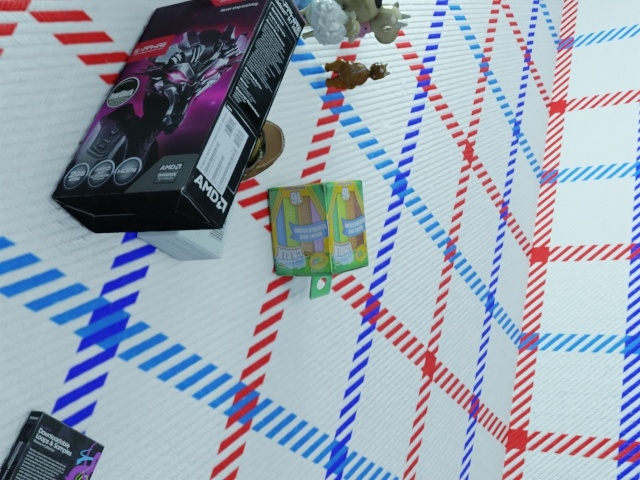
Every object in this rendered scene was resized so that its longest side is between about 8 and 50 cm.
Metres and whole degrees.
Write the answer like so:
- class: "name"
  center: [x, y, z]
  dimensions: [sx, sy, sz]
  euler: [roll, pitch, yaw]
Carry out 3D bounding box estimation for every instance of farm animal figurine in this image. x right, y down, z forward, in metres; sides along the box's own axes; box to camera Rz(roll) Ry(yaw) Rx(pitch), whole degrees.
- class: "farm animal figurine"
  center: [0.089, -0.478, 1.439]
  dimensions: [0.327, 0.172, 0.330]
  euler: [39, 54, -59]

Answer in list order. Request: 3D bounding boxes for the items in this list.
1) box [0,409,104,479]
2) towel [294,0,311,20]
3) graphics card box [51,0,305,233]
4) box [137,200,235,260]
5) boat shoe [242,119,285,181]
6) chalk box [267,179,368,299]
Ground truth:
- class: "box"
  center: [-0.344, 0.306, 0.893]
  dimensions: [0.116, 0.029, 0.162]
  euler: [52, 48, -43]
- class: "towel"
  center: [-0.051, -0.476, 1.400]
  dimensions: [0.119, 0.029, 0.067]
  euler: [26, 66, -52]
- class: "graphics card box"
  center: [-0.184, -0.184, 0.991]
  dimensions: [0.094, 0.233, 0.370]
  euler: [51, 48, -47]
- class: "box"
  center: [-0.199, -0.033, 1.086]
  dimensions: [0.102, 0.087, 0.101]
  euler: [36, 58, -49]
- class: "boat shoe"
  center: [-0.135, -0.145, 1.176]
  dimensions: [0.307, 0.105, 0.110]
  euler: [-26, 108, -55]
- class: "chalk box"
  center: [0.000, 0.000, 1.345]
  dimensions: [0.132, 0.132, 0.213]
  euler: [-13, 98, -56]
